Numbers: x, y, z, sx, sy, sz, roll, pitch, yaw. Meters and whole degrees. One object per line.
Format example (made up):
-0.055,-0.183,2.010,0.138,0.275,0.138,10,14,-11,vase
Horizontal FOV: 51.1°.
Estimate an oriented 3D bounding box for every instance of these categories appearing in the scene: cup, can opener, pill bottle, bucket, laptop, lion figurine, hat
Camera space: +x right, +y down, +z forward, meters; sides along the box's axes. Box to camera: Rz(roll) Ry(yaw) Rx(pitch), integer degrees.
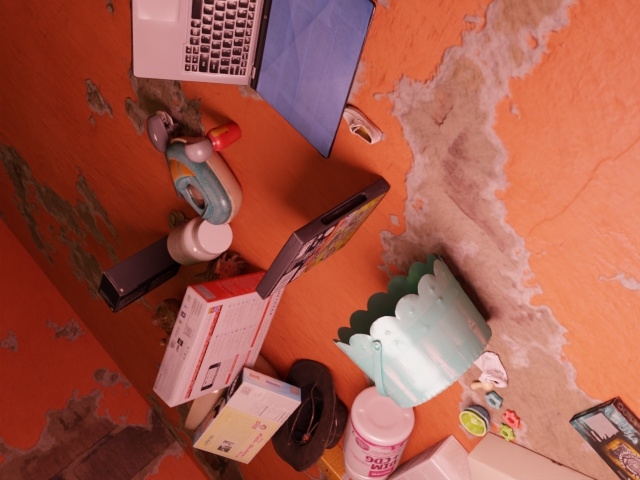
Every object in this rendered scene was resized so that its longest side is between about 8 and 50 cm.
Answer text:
-0.254,0.484,2.127,0.236,0.331,0.331,23,143,-1,cup
-0.421,-0.227,1.869,0.076,0.095,0.284,25,136,39,can opener
-0.346,-0.002,1.928,0.229,0.131,0.131,-13,108,58,pill bottle
0.182,0.179,1.307,0.183,0.281,0.281,50,147,-1,bucket
-0.155,-0.378,1.276,0.382,0.407,0.236,109,157,-51,laptop
-0.465,0.380,2.452,0.392,0.142,0.240,43,140,-7,lion figurine
0.143,0.517,1.743,0.160,0.160,0.283,38,144,25,pill bottle
-0.007,0.507,1.933,0.331,0.133,0.331,-36,44,46,hat

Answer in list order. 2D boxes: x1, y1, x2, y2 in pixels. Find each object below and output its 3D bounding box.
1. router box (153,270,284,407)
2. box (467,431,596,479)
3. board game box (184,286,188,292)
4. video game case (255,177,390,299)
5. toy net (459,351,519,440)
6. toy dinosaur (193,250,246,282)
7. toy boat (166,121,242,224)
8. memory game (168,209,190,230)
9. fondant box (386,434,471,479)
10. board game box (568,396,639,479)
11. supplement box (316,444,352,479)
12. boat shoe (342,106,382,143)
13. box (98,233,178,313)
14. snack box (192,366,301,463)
-0.270,0.261,1.810,0.082,0.301,0.336,35,114,29,router box
0.452,0.520,1.410,0.275,0.094,0.113,17,131,44,box
-0.374,0.222,2.221,0.259,0.030,0.136,1,120,64,board game box
0.000,0.000,1.389,0.035,0.248,0.275,51,147,10,video game case
0.360,0.337,1.411,0.122,0.045,0.232,28,138,36,toy net
-0.297,0.105,1.991,0.295,0.127,0.200,33,133,57,toy dinosaur
-0.302,-0.183,1.708,0.267,0.148,0.318,50,147,9,toy boat
-0.430,-0.016,2.142,0.186,0.012,0.186,32,140,32,memory game
0.317,0.657,1.703,0.238,0.096,0.330,48,147,12,fondant box
0.559,0.379,1.212,0.186,0.026,0.126,49,146,10,board game box
0.050,0.706,2.105,0.233,0.080,0.078,43,144,16,supplement box
0.073,-0.222,1.297,0.100,0.035,0.035,45,146,16,boat shoe
-0.595,0.110,2.234,0.103,0.261,0.184,53,146,4,box
-0.217,0.517,1.949,0.187,0.060,0.322,26,120,-21,snack box
